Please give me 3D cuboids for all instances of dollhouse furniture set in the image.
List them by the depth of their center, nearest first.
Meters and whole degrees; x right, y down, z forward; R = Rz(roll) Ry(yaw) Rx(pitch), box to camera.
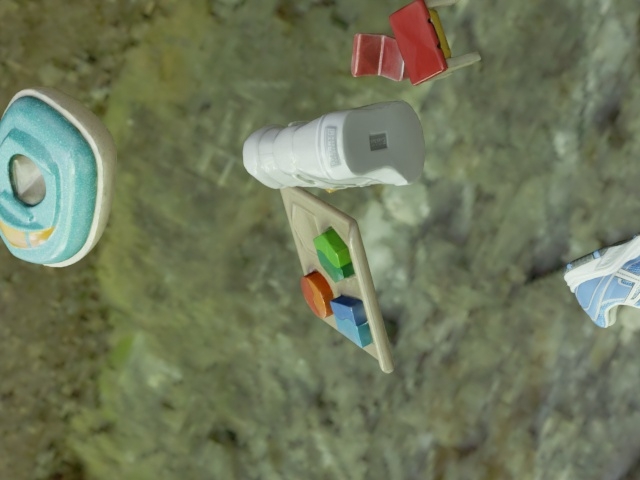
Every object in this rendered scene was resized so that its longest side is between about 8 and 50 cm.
[{"bbox_3d":[0.040,-0.369,1.946,0.152,0.374,0.201,-15,174,-41],"label":"dollhouse furniture set"}]

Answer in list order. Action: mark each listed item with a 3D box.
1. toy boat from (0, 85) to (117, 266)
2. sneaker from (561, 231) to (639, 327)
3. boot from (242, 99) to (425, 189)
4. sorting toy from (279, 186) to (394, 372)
[{"bbox_3d":[-0.410,-0.100,1.872,0.148,0.318,0.268,-36,154,-44],"label":"toy boat"},{"bbox_3d":[0.358,0.024,1.520,0.211,0.081,0.080,-27,173,37],"label":"sneaker"},{"bbox_3d":[0.016,-0.100,1.538,0.258,0.123,0.095,-1,89,-65],"label":"boot"},{"bbox_3d":[0.000,0.000,1.802,0.229,0.041,0.307,39,-31,57],"label":"sorting toy"}]
